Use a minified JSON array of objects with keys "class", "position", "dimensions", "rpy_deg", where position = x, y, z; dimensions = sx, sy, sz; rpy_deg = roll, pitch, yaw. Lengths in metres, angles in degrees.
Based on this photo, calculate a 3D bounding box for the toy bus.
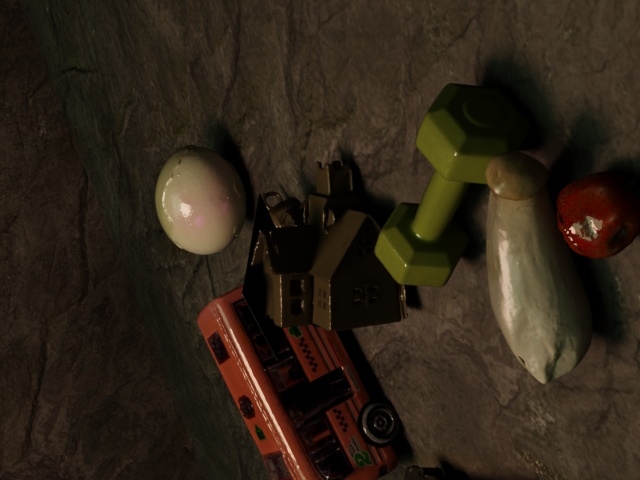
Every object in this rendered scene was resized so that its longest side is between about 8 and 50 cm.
[{"class":"toy bus","position":[-0.045,0.268,1.578],"dimensions":[0.426,0.233,0.203],"rpy_deg":[63,155,7]}]

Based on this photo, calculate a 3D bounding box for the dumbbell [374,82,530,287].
[{"class":"dumbbell","position":[0.151,-0.057,1.036],"dimensions":[0.108,0.121,0.302],"rpy_deg":[28,147,8]}]

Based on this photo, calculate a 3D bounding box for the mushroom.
[{"class":"mushroom","position":[0.227,0.019,0.943],"dimensions":[0.118,0.103,0.270],"rpy_deg":[-107,-4,-67]}]

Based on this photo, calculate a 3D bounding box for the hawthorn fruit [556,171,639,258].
[{"class":"hawthorn fruit","position":[0.282,-0.027,0.848],"dimensions":[0.093,0.093,0.093],"rpy_deg":[45,149,38]}]

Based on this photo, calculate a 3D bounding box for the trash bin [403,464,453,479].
[{"class":"trash bin","position":[0.211,0.470,1.289],"dimensions":[0.301,0.203,0.252],"rpy_deg":[147,132,-65]}]

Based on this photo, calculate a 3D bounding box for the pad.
[{"class":"pad","position":[-0.086,0.057,1.400],"dimensions":[0.243,0.004,0.163],"rpy_deg":[-85,-21,-48]}]

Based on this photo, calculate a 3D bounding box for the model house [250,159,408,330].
[{"class":"model house","position":[0.000,0.000,1.319],"dimensions":[0.211,0.205,0.243],"rpy_deg":[16,109,60]}]

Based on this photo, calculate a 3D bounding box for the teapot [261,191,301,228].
[{"class":"teapot","position":[-0.071,-0.037,1.546],"dimensions":[0.121,0.068,0.076],"rpy_deg":[60,155,12]}]

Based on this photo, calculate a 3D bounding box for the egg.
[{"class":"egg","position":[-0.241,-0.088,1.699],"dimensions":[0.183,0.183,0.217],"rpy_deg":[40,155,44]}]
